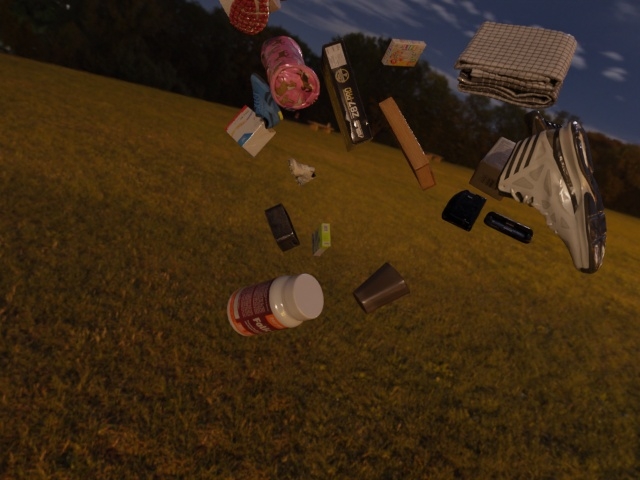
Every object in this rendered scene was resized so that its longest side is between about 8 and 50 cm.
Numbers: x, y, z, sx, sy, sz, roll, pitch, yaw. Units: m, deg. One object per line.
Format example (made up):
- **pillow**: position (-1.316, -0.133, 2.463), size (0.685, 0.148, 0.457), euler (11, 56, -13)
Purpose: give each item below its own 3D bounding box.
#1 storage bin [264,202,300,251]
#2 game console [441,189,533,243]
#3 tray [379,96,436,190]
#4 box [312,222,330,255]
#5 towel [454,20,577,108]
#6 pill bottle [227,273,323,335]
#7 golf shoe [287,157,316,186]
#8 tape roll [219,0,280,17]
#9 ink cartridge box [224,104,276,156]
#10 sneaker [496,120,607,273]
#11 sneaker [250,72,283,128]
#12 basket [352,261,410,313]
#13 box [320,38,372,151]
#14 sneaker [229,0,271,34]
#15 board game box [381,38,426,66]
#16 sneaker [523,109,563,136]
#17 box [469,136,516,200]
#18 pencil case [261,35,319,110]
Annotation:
- **storage bin**: position (-0.166, -0.055, 1.977), size (0.122, 0.085, 0.180), euler (62, 5, -64)
- **game console**: position (0.699, -0.083, 1.893), size (0.362, 0.043, 0.213), euler (28, 50, 16)
- **tray**: position (0.400, -0.445, 2.090), size (0.203, 0.076, 0.410), euler (43, 24, -59)
- **box**: position (0.000, 0.000, 2.066), size (0.043, 0.108, 0.178), euler (4, -19, -16)
- **towel**: position (0.545, -0.492, 1.289), size (0.284, 0.121, 0.235), euler (20, 58, 23)
- **pill bottle**: position (-0.194, 0.276, 1.959), size (0.393, 0.223, 0.224), euler (-19, -9, 36)
- **golf shoe**: position (-0.068, -0.267, 1.698), size (0.086, 0.069, 0.176), euler (-20, -17, 7)
- **tape roll**: position (-0.267, -0.905, 1.604), size (0.169, 0.245, 0.246), euler (-18, 11, 13)
- **ink cartridge box**: position (-0.291, -0.444, 1.811), size (0.078, 0.134, 0.231), euler (38, 5, -47)
- **sneaker**: position (0.701, -0.112, 1.403), size (0.258, 0.446, 0.169), euler (-10, 2, 44)
- **sneaker**: position (-0.204, -0.485, 1.609), size (0.069, 0.082, 0.209), euler (41, -15, 41)
- **basket**: position (0.283, 0.242, 2.225), size (0.204, 0.227, 0.154), euler (51, -10, 42)
- **box**: position (0.102, -0.577, 1.879), size (0.097, 0.394, 0.318), euler (-18, 7, 3)
- **sneaker**: position (-0.193, -0.772, 1.406), size (0.121, 0.299, 0.111), euler (19, 54, -18)
- **board game box**: position (0.334, -0.751, 1.827), size (0.154, 0.103, 0.026), euler (-9, 61, -27)
- **sneaker**: position (0.887, -0.427, 1.791), size (0.286, 0.130, 0.108), euler (33, 43, -49)
- **box**: position (0.729, -0.291, 1.841), size (0.149, 0.126, 0.232), euler (34, 51, 16)
- **pencil case**: position (-0.112, -0.588, 1.579), size (0.160, 0.167, 0.386), euler (-11, 40, -6)
